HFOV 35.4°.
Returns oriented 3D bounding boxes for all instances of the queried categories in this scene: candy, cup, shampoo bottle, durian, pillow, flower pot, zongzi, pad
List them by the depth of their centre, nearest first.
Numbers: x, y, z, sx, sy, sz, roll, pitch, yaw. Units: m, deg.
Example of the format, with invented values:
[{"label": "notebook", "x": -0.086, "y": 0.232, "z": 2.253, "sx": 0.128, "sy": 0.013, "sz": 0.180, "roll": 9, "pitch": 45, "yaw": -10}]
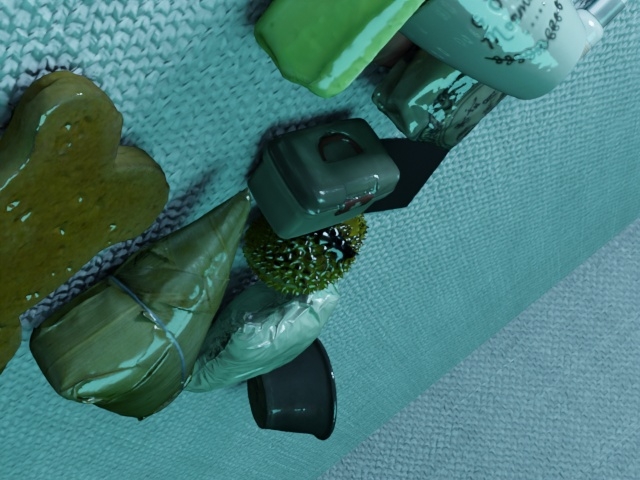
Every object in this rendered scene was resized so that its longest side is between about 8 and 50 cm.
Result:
[{"label": "candy", "x": 0.065, "y": -0.327, "z": 1.199, "sx": 0.132, "sy": 0.142, "sz": 0.343, "roll": 34, "pitch": 109, "yaw": -25}, {"label": "cup", "x": 0.245, "y": -0.330, "z": 1.307, "sx": 0.234, "sy": 0.186, "sz": 0.258, "roll": 30, "pitch": 99, "yaw": -26}, {"label": "pillow", "x": 0.077, "y": -0.299, "z": 1.405, "sx": 0.232, "sy": 0.043, "sz": 0.126, "roll": -9, "pitch": 142, "yaw": -53}, {"label": "zongzi", "x": -0.222, "y": 0.111, "z": 1.568, "sx": 0.393, "sy": 0.174, "sz": 0.356, "roll": -43, "pitch": 163, "yaw": -7}, {"label": "durian", "x": 0.000, "y": 0.000, "z": 1.664, "sx": 0.237, "sy": 0.138, "sz": 0.193, "roll": -41, "pitch": 116, "yaw": -9}, {"label": "shampoo bottle", "x": 0.486, "y": -0.393, "z": 1.822, "sx": 0.192, "sy": 0.074, "sz": 0.074, "roll": -46, "pitch": 157, "yaw": 10}, {"label": "pillow", "x": -0.107, "y": 0.167, "z": 1.848, "sx": 0.283, "sy": 0.138, "sz": 0.310, "roll": -28, "pitch": 166, "yaw": -35}, {"label": "pad", "x": 0.130, "y": -0.120, "z": 1.875, "sx": 0.300, "sy": 0.005, "sz": 0.202, "roll": -11, "pitch": 144, "yaw": -49}, {"label": "flower pot", "x": -0.073, "y": 0.330, "z": 2.183, "sx": 0.148, "sy": 0.235, "sz": 0.235, "roll": -7, "pitch": 146, "yaw": -21}]

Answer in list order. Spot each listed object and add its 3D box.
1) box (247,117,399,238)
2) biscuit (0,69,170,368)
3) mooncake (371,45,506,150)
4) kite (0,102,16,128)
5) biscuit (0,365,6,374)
[{"label": "box", "x": 0.004, "y": -0.098, "z": 1.546, "sx": 0.210, "sy": 0.148, "sz": 0.129, "roll": -19, "pitch": 161, "yaw": -41}, {"label": "biscuit", "x": -0.376, "y": -0.011, "z": 1.167, "sx": 0.394, "sy": 0.076, "sz": 0.368, "roll": -45, "pitch": 156, "yaw": -9}, {"label": "mooncake", "x": 0.218, "y": -0.258, "z": 1.540, "sx": 0.250, "sy": 0.136, "sz": 0.254, "roll": -47, "pitch": 168, "yaw": 13}, {"label": "kite", "x": -0.376, "y": -0.082, "z": 1.159, "sx": 0.244, "sy": 0.006, "sz": 0.198, "roll": -27, "pitch": 155, "yaw": -28}, {"label": "biscuit", "x": -0.578, "y": 0.198, "z": 1.308, "sx": 0.314, "sy": 0.063, "sz": 0.367, "roll": -43, "pitch": 158, "yaw": 6}]
